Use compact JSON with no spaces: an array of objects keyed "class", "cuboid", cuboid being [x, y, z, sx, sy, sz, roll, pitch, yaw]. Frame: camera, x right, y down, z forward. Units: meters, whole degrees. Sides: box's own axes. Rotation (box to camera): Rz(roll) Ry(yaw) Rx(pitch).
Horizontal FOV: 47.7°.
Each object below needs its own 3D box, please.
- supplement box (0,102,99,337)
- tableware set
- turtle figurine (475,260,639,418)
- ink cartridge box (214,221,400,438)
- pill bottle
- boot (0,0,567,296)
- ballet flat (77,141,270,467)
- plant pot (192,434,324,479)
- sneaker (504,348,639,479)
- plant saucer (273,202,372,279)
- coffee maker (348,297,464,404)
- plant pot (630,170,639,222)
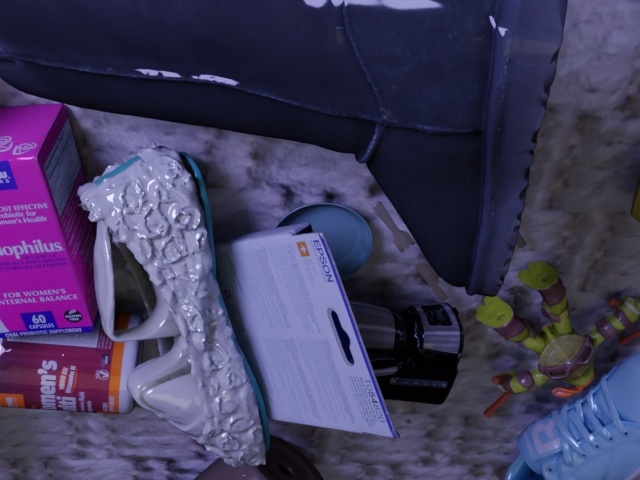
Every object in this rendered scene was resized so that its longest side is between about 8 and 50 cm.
[{"class":"supplement box","cuboid":[-0.300,-0.017,0.742,0.111,0.114,0.220,-4,126,0]},{"class":"tableware set","cuboid":[0.144,-0.024,0.823,0.128,0.039,0.194,-35,129,6]},{"class":"turtle figurine","cuboid":[0.292,0.139,0.929,0.269,0.087,0.217,-34,123,20]},{"class":"ink cartridge box","cuboid":[-0.019,0.093,0.765,0.224,0.045,0.224,-7,107,50]},{"class":"pill bottle","cuboid":[-0.325,0.137,0.851,0.221,0.121,0.121,6,127,-10]},{"class":"boot","cuboid":[-0.051,-0.107,0.607,0.444,0.146,0.367,8,148,12]},{"class":"ballet flat","cuboid":[-0.165,0.097,0.789,0.146,0.147,0.409,-10,114,3]},{"class":"plant pot","cuboid":[-0.108,0.407,1.026,0.263,0.263,0.229,31,100,-25]},{"class":"sneaker","cuboid":[0.362,0.282,1.002,0.150,0.135,0.366,2,132,-11]},{"class":"plant saucer","cuboid":[0.000,0.000,0.837,0.119,0.021,0.119,-3,128,-4]},{"class":"coffee maker","cuboid":[0.066,0.143,0.897,0.178,0.120,0.171,8,143,-17]},{"class":"plant pot","cuboid":[0.392,-0.052,0.778,0.095,0.134,0.134,13,131,19]}]
